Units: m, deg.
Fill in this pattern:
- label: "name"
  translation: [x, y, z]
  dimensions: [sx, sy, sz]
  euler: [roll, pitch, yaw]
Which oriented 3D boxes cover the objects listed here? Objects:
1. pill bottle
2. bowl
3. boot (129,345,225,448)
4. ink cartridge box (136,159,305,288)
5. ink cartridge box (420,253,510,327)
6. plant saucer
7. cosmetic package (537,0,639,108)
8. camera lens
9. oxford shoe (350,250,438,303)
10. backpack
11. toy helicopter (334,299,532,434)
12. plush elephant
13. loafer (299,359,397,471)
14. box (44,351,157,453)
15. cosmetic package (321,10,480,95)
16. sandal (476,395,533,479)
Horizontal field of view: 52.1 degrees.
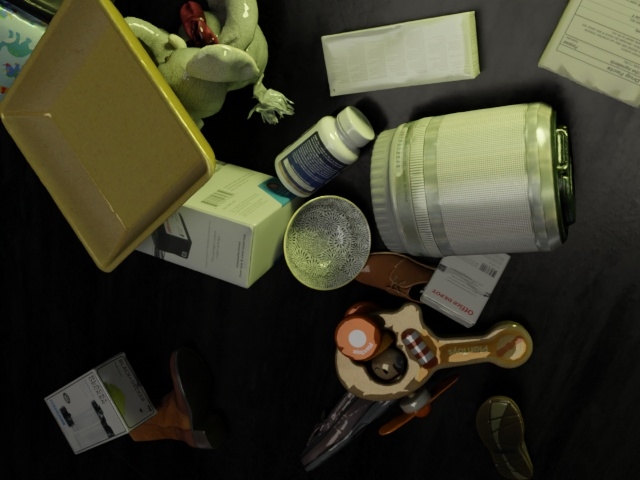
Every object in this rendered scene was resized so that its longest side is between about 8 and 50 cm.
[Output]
- label: "pill bottle"
  translation: [0.009, -0.156, 1.139]
  dimensions: [0.169, 0.094, 0.094]
  euler: [-35, 95, 31]
- label: "bowl"
  translation: [0.000, 0.000, 1.201]
  dimensions: [0.080, 0.170, 0.170]
  euler: [19, 130, 66]
- label: "boot"
  translation: [-0.374, 0.366, 1.547]
  dimensions: [0.280, 0.096, 0.264]
  euler: [-4, 117, 32]
- label: "ink cartridge box"
  translation: [-0.213, -0.054, 1.201]
  dimensions: [0.307, 0.223, 0.129]
  euler: [18, 118, 16]
- label: "ink cartridge box"
  translation: [0.244, 0.065, 1.113]
  dimensions: [0.099, 0.056, 0.135]
  euler: [30, 78, 9]
- label: "plant saucer"
  translation: [-0.320, -0.164, 1.013]
  dimensions: [0.333, 0.081, 0.332]
  euler: [-35, 88, 37]
- label: "cosmetic package"
  translation: [0.426, -0.347, 0.863]
  dimensions: [0.153, 0.129, 0.296]
  euler: [28, 119, 9]
- label: "camera lens"
  translation: [0.237, -0.087, 0.998]
  dimensions: [0.274, 0.219, 0.219]
  euler: [-4, 110, 24]
- label: "oxford shoe"
  translation: [0.145, 0.070, 1.190]
  dimensions: [0.212, 0.076, 0.076]
  euler: [10, 117, 21]
- label: "backpack"
  translation: [-0.605, -0.390, 1.213]
  dimensions: [0.355, 0.273, 0.290]
  euler: [-17, 144, 42]
- label: "toy helicopter"
  translation: [0.204, 0.221, 1.193]
  dimensions: [0.355, 0.140, 0.235]
  euler: [-8, 95, 11]
- label: "plush elephant"
  translation: [-0.212, -0.296, 1.079]
  dimensions: [0.330, 0.255, 0.272]
  euler: [48, 121, -2]
- label: "loafer"
  translation: [0.053, 0.358, 1.347]
  dimensions: [0.302, 0.109, 0.095]
  euler: [-47, 71, 24]
- label: "box"
  translation: [-0.528, 0.391, 1.559]
  dimensions: [0.290, 0.087, 0.169]
  euler: [-29, 89, 40]
- label: "cosmetic package"
  translation: [0.127, -0.297, 1.049]
  dimensions: [0.239, 0.060, 0.099]
  euler: [-1, 109, 24]
- label: "sandal"
  translation: [0.356, 0.367, 1.240]
  dimensions: [0.090, 0.060, 0.219]
  euler: [-9, 122, 32]
